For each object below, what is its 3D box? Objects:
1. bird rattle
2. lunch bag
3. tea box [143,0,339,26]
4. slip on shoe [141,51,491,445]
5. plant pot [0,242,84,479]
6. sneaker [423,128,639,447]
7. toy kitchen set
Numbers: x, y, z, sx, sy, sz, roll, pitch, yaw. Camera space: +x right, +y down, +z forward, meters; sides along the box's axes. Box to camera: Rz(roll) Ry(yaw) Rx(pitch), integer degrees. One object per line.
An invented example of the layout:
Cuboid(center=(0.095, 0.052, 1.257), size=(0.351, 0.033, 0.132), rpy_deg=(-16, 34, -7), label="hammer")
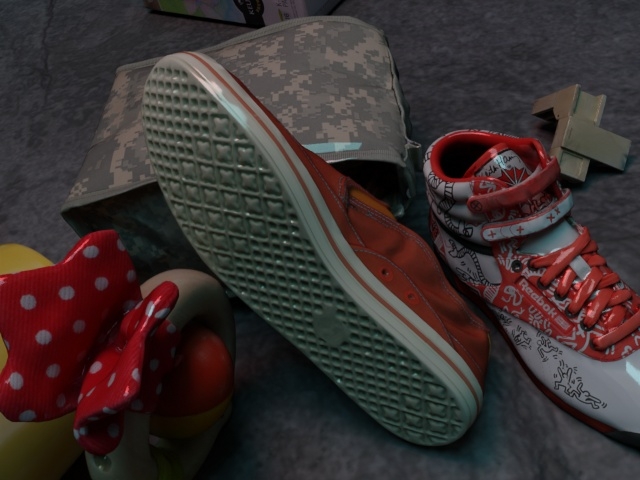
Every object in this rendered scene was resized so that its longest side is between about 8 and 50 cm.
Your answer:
Cuboid(center=(-0.118, 0.102, 0.486), size=(0.143, 0.253, 0.207), rpy_deg=(0, 23, 17), label="bird rattle")
Cuboid(center=(-0.052, -0.081, 0.680), size=(0.287, 0.168, 0.235), rpy_deg=(-13, 41, 11), label="lunch bag")
Cuboid(center=(-0.081, -0.495, 1.059), size=(0.324, 0.220, 0.329), rpy_deg=(16, 54, 31), label="tea box")
Cuboid(center=(0.000, 0.000, 0.528), size=(0.123, 0.331, 0.101), rpy_deg=(-39, 7, 43), label="slip on shoe")
Cuboid(center=(-0.283, 0.126, 0.516), size=(0.254, 0.253, 0.239), rpy_deg=(19, 40, 32), label="plant pot")
Cuboid(center=(0.166, 0.022, 0.526), size=(0.090, 0.145, 0.270), rpy_deg=(-31, 46, -12), label="sneaker")
Cuboid(center=(0.243, -0.092, 0.701), size=(0.068, 0.075, 0.083), rpy_deg=(18, 85, -13), label="toy kitchen set")
